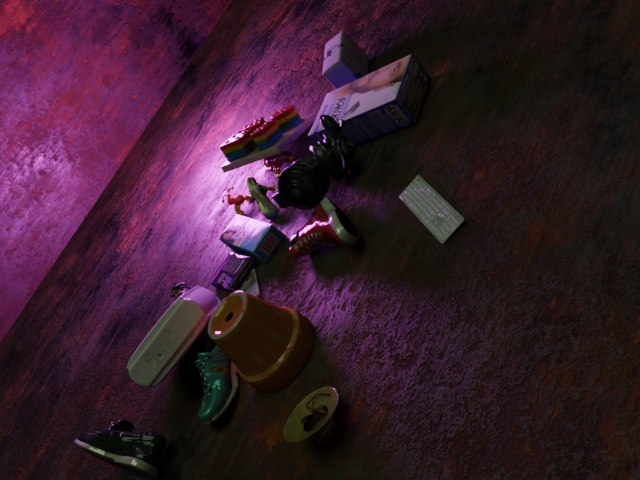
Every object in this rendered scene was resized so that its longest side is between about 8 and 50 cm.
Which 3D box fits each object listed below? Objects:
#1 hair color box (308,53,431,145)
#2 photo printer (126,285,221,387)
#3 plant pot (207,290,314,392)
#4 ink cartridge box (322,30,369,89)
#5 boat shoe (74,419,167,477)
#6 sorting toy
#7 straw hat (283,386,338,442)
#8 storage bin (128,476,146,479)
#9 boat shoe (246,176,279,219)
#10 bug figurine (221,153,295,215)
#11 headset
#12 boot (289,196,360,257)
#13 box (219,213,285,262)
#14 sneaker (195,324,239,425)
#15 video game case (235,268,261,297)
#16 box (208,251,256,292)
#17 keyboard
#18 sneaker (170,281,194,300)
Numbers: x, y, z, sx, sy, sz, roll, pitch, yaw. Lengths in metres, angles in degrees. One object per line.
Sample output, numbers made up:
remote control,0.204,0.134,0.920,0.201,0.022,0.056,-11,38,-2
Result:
hair color box,0.137,-0.381,1.992,0.338,0.110,0.185,-14,44,43
photo printer,-0.382,0.246,1.873,0.256,0.107,0.307,-52,2,3
plant pot,-0.151,0.219,1.619,0.205,0.188,0.205,-33,34,26
ink cartridge box,0.084,-0.555,2.219,0.082,0.139,0.191,-33,34,30
boat shoe,-0.517,0.526,1.817,0.340,0.127,0.113,-7,49,47
sorting toy,-0.184,-0.347,2.282,0.257,0.089,0.255,-14,24,37
straw hat,-0.001,0.364,1.389,0.144,0.061,0.144,-34,18,12
storage bin,-0.406,0.608,1.623,0.135,0.098,0.091,-11,58,47
boat shoe,-0.176,-0.137,2.127,0.048,0.056,0.153,-34,67,12
bug figurine,-0.200,-0.208,2.271,0.216,0.072,0.279,4,59,54
headset,-0.018,-0.215,1.893,0.243,0.185,0.394,-45,12,-24
boot,0.000,0.000,1.772,0.176,0.088,0.244,-46,22,6
box,-0.206,-0.010,2.069,0.101,0.060,0.244,-56,31,-12
sneaker,-0.269,0.329,1.728,0.107,0.110,0.275,-31,36,29
video game case,-0.206,0.141,1.951,0.087,0.011,0.122,-42,31,14
box,-0.259,0.093,2.043,0.116,0.029,0.162,-56,25,-13
keyboard,0.250,-0.076,1.596,0.072,0.014,0.256,-45,30,8
sneaker,-0.418,0.171,2.090,0.063,0.074,0.170,-52,10,13
